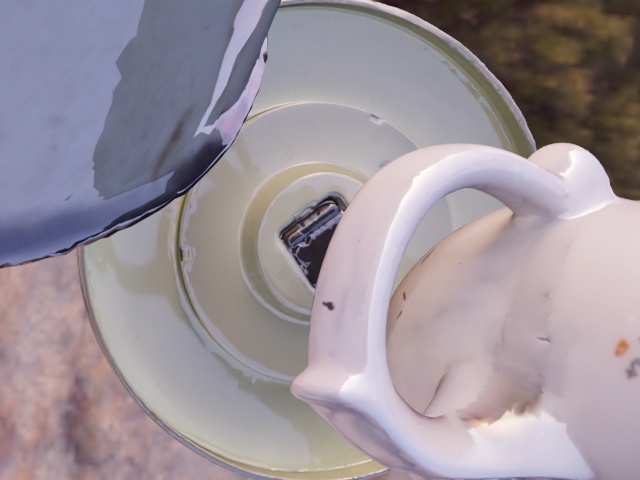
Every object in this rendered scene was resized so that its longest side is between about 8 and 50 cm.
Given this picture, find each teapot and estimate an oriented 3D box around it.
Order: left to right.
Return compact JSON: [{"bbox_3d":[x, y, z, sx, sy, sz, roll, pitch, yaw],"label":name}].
[{"bbox_3d":[0.098,0.070,0.542,0.299,0.208,0.166,37,80,-35],"label":"teapot"}]

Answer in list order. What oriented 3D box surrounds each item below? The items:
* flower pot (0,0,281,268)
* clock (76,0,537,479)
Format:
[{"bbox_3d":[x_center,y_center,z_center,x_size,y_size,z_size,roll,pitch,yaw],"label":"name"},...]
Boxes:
[{"bbox_3d":[-0.093,-0.200,0.348,0.293,0.293,0.330,-74,-170,-50],"label":"flower pot"},{"bbox_3d":[0.000,0.000,0.774,0.029,0.235,0.235,-163,-102,-74],"label":"clock"}]
